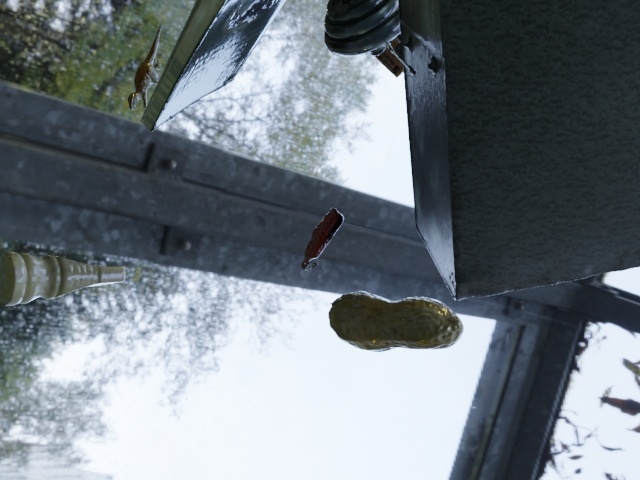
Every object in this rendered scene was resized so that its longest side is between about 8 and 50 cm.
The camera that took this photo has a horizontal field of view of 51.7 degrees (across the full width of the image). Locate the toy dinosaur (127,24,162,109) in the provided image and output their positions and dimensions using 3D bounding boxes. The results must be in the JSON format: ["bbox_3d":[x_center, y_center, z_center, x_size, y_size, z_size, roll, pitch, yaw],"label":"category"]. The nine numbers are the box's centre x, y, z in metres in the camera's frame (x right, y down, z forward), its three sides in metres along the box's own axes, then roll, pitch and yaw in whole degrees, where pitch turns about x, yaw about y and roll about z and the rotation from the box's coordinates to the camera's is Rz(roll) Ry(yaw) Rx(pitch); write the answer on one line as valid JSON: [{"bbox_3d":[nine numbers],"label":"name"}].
[{"bbox_3d":[-0.366,-0.360,1.378,0.039,0.126,0.162,11,-64,22],"label":"toy dinosaur"}]

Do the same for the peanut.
[{"bbox_3d":[0.173,0.192,1.527,0.313,0.149,0.149,-2,-103,21],"label":"peanut"}]

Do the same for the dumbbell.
[{"bbox_3d":[0.029,-0.500,1.150,0.179,0.406,0.179,-19,-140,17],"label":"dumbbell"}]

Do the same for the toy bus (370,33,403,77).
[{"bbox_3d":[0.139,-0.468,1.503,0.194,0.083,0.088,45,-53,-2],"label":"toy bus"}]

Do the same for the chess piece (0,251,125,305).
[{"bbox_3d":[-0.443,0.064,1.136,0.090,0.200,0.090,-1,-92,45],"label":"chess piece"}]

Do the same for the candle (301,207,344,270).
[{"bbox_3d":[0.000,0.000,1.550,0.053,0.048,0.162,31,-93,22],"label":"candle"}]

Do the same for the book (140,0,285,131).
[{"bbox_3d":[-0.156,-0.350,1.115,0.043,0.260,0.371,46,-42,-3],"label":"book"}]

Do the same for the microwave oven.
[{"bbox_3d":[0.298,-0.180,0.910,0.236,0.374,0.432,-105,-175,-61],"label":"microwave oven"}]
